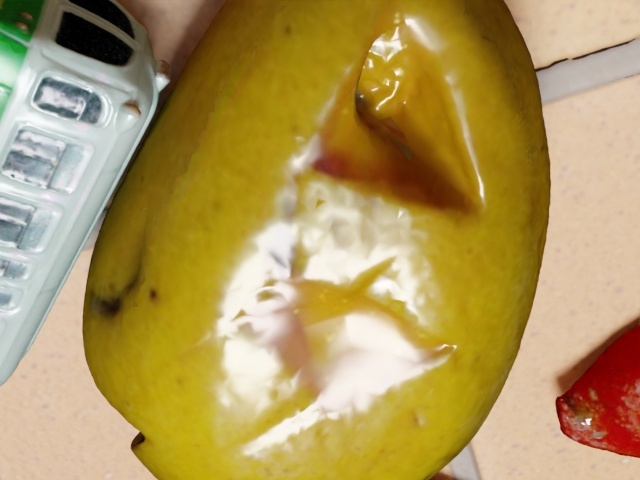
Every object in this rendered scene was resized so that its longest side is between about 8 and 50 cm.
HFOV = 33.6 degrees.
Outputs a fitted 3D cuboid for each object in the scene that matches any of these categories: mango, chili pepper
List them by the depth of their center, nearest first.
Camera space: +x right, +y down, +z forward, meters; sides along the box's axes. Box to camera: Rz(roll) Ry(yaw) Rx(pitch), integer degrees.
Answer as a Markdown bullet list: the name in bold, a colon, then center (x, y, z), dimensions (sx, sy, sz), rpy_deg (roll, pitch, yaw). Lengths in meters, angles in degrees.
- **mango**: center (0.000, 0.000, 0.604), dimensions (0.252, 0.182, 0.365), rpy_deg (9, 112, -10)
- **chili pepper**: center (0.295, 0.102, 0.743), dimensions (0.252, 0.136, 0.144), rpy_deg (-1, 151, 4)

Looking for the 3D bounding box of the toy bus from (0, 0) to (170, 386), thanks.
- **toy bus**: center (-0.207, -0.025, 0.576), dimensions (0.164, 0.134, 0.276), rpy_deg (22, 119, -20)
